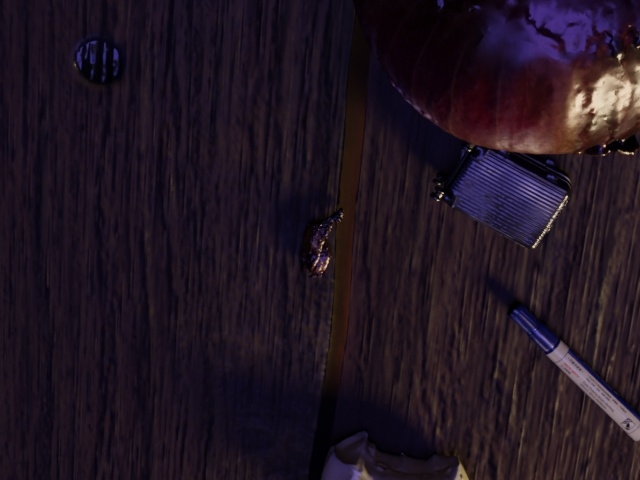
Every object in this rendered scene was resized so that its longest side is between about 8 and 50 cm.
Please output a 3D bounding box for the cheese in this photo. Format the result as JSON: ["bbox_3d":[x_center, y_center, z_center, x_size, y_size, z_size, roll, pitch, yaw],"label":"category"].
[{"bbox_3d":[0.091,0.327,1.856,0.163,0.071,0.248,-6,113,9],"label":"cheese"}]

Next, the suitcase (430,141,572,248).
[{"bbox_3d":[0.181,-0.052,1.685,0.126,0.059,0.086,28,115,-6],"label":"suitcase"}]

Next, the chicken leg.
[{"bbox_3d":[-0.002,0.001,1.751,0.036,0.021,0.083,20,110,8],"label":"chicken leg"}]

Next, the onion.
[{"bbox_3d":[0.194,-0.207,1.513,0.348,0.347,0.385,10,152,2],"label":"onion"}]

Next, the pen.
[{"bbox_3d":[0.270,0.136,1.777,0.204,0.025,0.025,44,111,-12],"label":"pen"}]
